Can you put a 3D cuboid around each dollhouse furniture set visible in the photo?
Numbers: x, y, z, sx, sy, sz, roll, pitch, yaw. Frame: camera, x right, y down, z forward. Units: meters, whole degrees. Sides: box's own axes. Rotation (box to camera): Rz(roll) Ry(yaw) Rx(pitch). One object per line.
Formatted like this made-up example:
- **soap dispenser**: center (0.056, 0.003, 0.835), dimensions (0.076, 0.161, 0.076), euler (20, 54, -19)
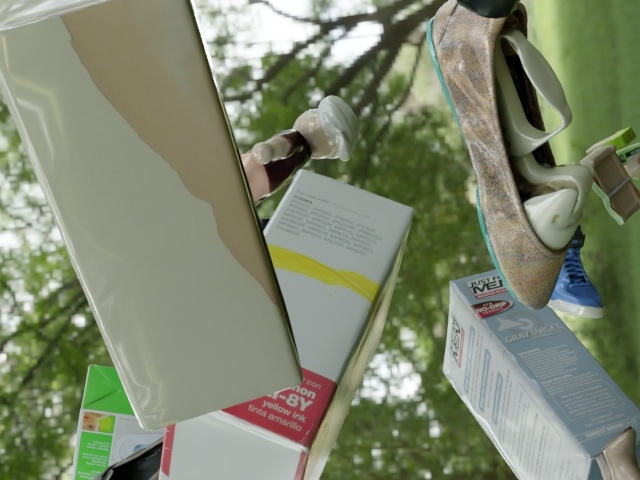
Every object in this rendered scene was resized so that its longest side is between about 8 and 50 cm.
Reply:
- **dollhouse furniture set**: center (0.309, -0.067, 1.250), dimensions (0.151, 0.058, 0.076), euler (-34, -85, -46)

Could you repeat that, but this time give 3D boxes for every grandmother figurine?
- **grandmother figurine**: center (-0.087, -0.093, 1.592), dimensions (0.104, 0.342, 0.208), euler (58, 158, -1)

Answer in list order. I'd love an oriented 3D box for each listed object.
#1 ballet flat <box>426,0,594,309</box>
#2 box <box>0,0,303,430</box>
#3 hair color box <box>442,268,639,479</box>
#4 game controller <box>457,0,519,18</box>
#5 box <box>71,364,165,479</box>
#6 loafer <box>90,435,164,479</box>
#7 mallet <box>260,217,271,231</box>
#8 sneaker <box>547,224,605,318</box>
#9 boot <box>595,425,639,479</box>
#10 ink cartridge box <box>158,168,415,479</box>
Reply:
- **ballet flat**: center (0.191, -0.078, 1.102), dimensions (0.107, 0.106, 0.316), euler (-41, -65, -47)
- **box**: center (-0.112, -0.041, 0.789), dimensions (0.148, 0.121, 0.311), euler (-109, 3, -55)
- **hair color box**: center (0.305, 0.221, 1.634), dimensions (0.374, 0.113, 0.185), euler (-125, 27, -48)
- **game controller**: center (0.238, -0.273, 0.872), dimensions (0.067, 0.319, 0.166), euler (59, 171, 6)
- **box**: center (-0.308, 0.363, 2.139), dimensions (0.127, 0.262, 0.231), euler (-93, 15, -57)
- **loafer**: center (-0.271, 0.340, 1.671), dimensions (0.084, 0.267, 0.096), euler (41, -163, -56)
- **mallet**: center (0.000, 0.000, 1.659), dimensions (0.039, 0.189, 0.062), euler (76, -167, -71)
- **sneaker**: center (0.273, 0.025, 1.318), dimensions (0.152, 0.058, 0.085), euler (-130, 49, -64)
- **boot**: center (0.357, 0.270, 1.354), dimensions (0.087, 0.042, 0.118), euler (59, 164, 23)
- **ink cartridge box**: center (-0.037, 0.145, 1.380), dimensions (0.279, 0.160, 0.385), euler (102, -169, -46)
